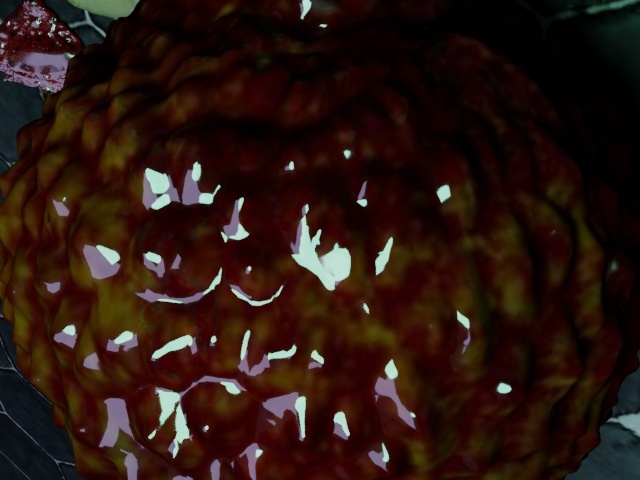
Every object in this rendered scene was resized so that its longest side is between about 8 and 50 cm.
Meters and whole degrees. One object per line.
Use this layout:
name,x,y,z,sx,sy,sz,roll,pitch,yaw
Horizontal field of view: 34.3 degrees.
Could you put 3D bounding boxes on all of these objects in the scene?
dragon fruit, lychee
dragon fruit,-0.299,-0.187,1.103,0.131,0.063,0.097,45,147,-1
lychee,0.000,0.000,0.678,0.425,0.424,0.499,17,132,35

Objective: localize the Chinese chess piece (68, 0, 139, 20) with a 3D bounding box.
Chinese chess piece,-0.150,-0.320,0.735,0.338,0.140,0.338,28,145,22
